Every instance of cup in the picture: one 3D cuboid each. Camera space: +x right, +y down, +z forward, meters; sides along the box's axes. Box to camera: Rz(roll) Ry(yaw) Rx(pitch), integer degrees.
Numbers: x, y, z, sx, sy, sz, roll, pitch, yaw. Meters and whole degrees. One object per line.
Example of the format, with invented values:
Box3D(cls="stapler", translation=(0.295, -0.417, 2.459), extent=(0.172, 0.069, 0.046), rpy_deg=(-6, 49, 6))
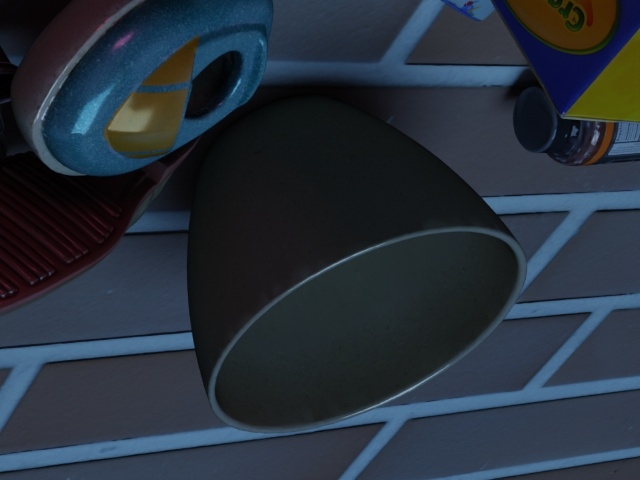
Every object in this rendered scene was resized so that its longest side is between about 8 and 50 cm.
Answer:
Box3D(cls="cup", translation=(0.000, 0.000, 1.838), extent=(0.331, 0.237, 0.331), rpy_deg=(-21, 151, -12))

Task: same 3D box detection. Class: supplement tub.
Box3D(cls="supplement tub", translation=(0.301, -0.134, 2.011), extent=(0.197, 0.106, 0.106), rpy_deg=(-5, 145, -33))

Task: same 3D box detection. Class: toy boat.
Box3D(cls="toy boat", translation=(-0.117, -0.177, 1.498), extent=(0.267, 0.148, 0.318), rpy_deg=(-34, 153, -40))

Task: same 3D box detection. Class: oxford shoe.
Box3D(cls="oxford shoe", translation=(-0.225, -0.013, 1.621), extent=(0.348, 0.123, 0.130), rpy_deg=(-42, 171, -45))

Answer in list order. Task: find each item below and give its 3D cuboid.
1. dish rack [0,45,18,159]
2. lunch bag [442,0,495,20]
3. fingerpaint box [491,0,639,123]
Box3D(cls="dish rack", translation=(-0.353, -0.063, 1.608), extent=(0.208, 0.074, 0.271), rpy_deg=(-17, 150, -16))
Box3D(cls="lunch bag", translation=(0.073, -0.282, 1.451), extent=(0.090, 0.219, 0.176), rpy_deg=(-38, 149, 19))
Box3D(cls="fingerpaint box", translation=(0.208, -0.357, 1.206), extent=(0.163, 0.445, 0.371), rpy_deg=(1, 142, -39))
